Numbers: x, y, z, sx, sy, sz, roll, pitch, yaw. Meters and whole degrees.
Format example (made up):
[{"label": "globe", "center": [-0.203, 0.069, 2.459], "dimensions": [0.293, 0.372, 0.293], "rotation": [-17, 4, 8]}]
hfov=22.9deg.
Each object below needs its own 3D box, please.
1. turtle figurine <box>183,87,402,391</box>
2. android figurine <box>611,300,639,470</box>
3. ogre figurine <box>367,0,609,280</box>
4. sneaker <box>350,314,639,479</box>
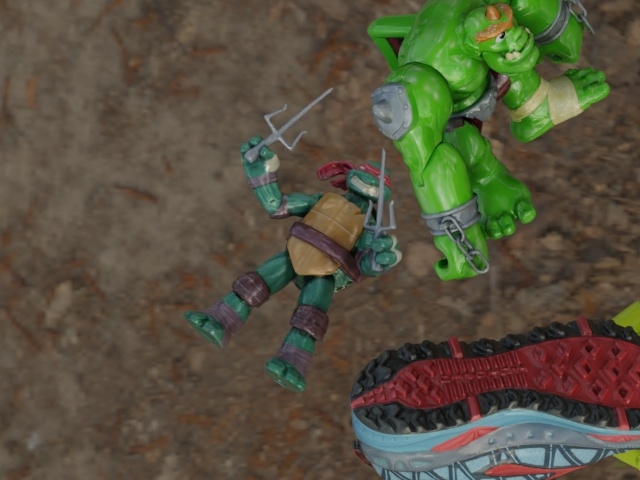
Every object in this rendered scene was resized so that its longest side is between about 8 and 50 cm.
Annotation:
[{"label": "turtle figurine", "center": [0.000, 0.000, 1.301], "dimensions": [0.175, 0.118, 0.234], "rotation": [25, 77, 34]}, {"label": "android figurine", "center": [0.381, 0.145, 1.604], "dimensions": [0.248, 0.273, 0.056], "rotation": [28, 139, 41]}, {"label": "ogre figurine", "center": [0.088, -0.085, 0.892], "dimensions": [0.197, 0.118, 0.097], "rotation": [-51, 33, -13]}, {"label": "sneaker", "center": [0.153, 0.133, 1.192], "dimensions": [0.261, 0.125, 0.104], "rotation": [-1, 49, 0]}]
